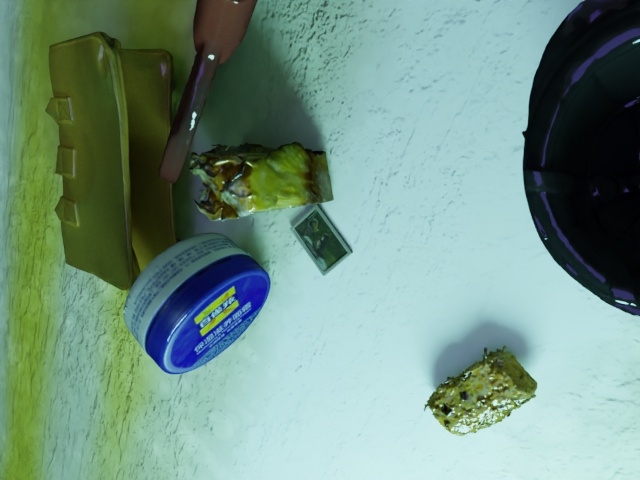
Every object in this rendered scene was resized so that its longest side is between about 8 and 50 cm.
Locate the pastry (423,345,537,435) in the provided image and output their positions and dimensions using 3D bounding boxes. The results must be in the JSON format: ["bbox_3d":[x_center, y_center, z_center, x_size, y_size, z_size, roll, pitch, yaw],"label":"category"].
[{"bbox_3d":[0.197,0.195,0.634,0.080,0.056,0.140,51,126,25],"label":"pastry"}]

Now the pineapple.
[{"bbox_3d":[-0.080,-0.078,0.690,0.236,0.186,0.114,-141,42,-71],"label":"pineapple"}]

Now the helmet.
[{"bbox_3d":[0.307,-0.072,0.430,0.231,0.160,0.278,-19,79,38],"label":"helmet"}]

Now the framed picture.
[{"bbox_3d":[0.000,0.000,0.739,0.066,0.007,0.089,-41,80,33],"label":"framed picture"}]

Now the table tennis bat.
[{"bbox_3d":[-0.134,-0.205,0.598,0.415,0.051,0.268,172,115,-71],"label":"table tennis bat"}]

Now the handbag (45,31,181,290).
[{"bbox_3d":[-0.361,-0.132,0.868,0.283,0.133,0.400,12,109,35],"label":"handbag"}]

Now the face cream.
[{"bbox_3d":[-0.184,0.090,0.760,0.111,0.206,0.205,40,120,19],"label":"face cream"}]
